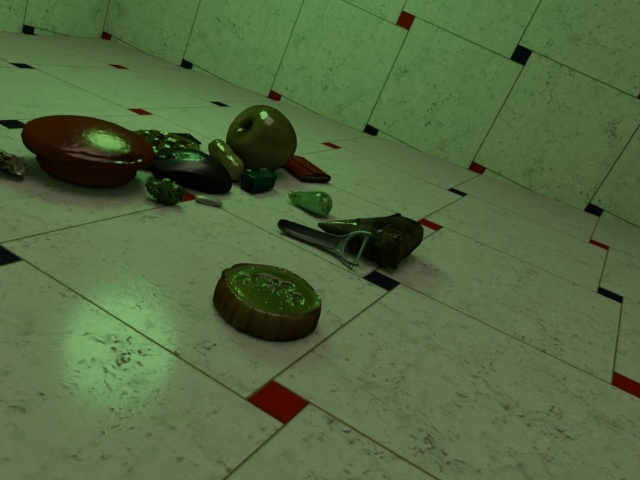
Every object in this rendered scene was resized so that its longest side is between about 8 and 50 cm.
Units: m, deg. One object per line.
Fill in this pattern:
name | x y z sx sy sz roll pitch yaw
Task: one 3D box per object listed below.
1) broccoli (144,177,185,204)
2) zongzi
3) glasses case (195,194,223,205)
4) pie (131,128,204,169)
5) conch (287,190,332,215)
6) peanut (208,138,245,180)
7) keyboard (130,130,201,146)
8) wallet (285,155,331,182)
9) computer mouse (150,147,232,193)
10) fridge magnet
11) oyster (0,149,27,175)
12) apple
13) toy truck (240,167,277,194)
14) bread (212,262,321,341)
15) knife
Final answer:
broccoli | -0.444 -0.149 1.701 0.095 0.092 0.097 -18 56 -35
zongzi | 0.161 -0.029 1.815 0.275 0.125 0.251 20 22 24
glasses case | -0.338 -0.122 1.803 0.083 0.021 0.032 11 20 -14
pie | -0.546 -0.315 2.039 0.307 0.071 0.306 18 23 -8
conch | -0.025 -0.134 2.003 0.170 0.079 0.106 21 6 30
peanut | -0.328 -0.281 2.091 0.100 0.099 0.214 -5 35 -43
keyboard | -0.604 -0.382 2.238 0.317 0.027 0.106 -8 36 -46
wallet | -0.068 -0.288 2.377 0.142 0.045 0.204 0 27 -37
computer mouse | -0.402 -0.233 1.887 0.270 0.086 0.137 15 37 -18
fridge magnet | -0.668 -0.267 1.725 0.364 0.155 0.363 15 23 -6
oyster | -0.850 -0.212 1.604 0.103 0.051 0.148 25 15 -31
apple | -0.216 -0.373 2.229 0.257 0.256 0.234 34 -3 37
toy truck | -0.212 -0.209 2.051 0.079 0.065 0.147 29 25 23
bread | -0.114 0.129 1.289 0.236 0.069 0.236 15 23 -6
knife | 0.000 0.001 1.713 0.278 0.053 0.123 16 63 21
